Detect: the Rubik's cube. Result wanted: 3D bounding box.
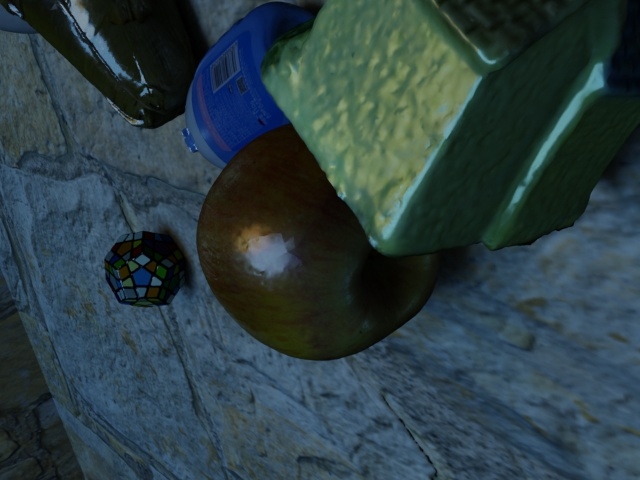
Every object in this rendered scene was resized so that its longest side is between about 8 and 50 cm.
[{"bbox_3d":[-0.282,0.047,1.257,0.112,0.133,0.133,-121,13,-76],"label":"Rubik's cube"}]

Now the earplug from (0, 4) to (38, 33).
[{"bbox_3d":[-0.440,-0.428,1.117,0.326,0.175,0.214,59,147,29],"label":"earplug"}]

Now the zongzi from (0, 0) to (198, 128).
[{"bbox_3d":[-0.208,-0.313,0.894,0.274,0.145,0.300,44,123,7],"label":"zongzi"}]

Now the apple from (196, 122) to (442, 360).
[{"bbox_3d":[0.000,0.000,0.692,0.188,0.211,0.211,26,132,50],"label":"apple"}]

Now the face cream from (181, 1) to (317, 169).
[{"bbox_3d":[-0.073,-0.143,0.822,0.264,0.083,0.149,-17,96,59],"label":"face cream"}]

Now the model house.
[{"bbox_3d":[0.108,-0.123,0.465,0.195,0.214,0.189,62,139,27],"label":"model house"}]
